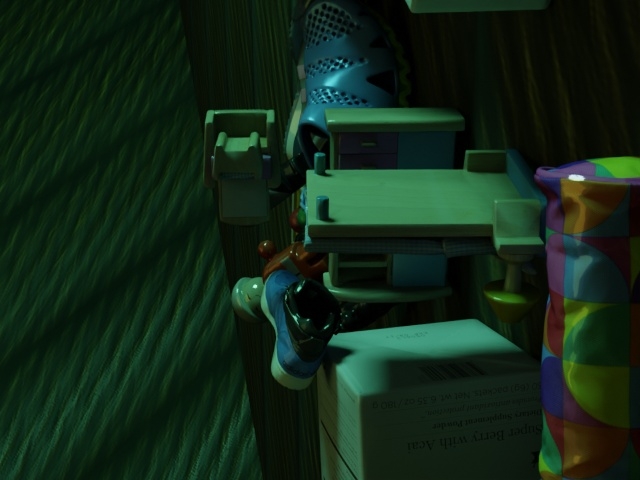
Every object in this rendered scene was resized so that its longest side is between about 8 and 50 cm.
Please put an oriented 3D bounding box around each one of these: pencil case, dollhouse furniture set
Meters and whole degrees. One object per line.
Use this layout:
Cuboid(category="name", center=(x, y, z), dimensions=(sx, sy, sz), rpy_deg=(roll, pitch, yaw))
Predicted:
Cuboid(category="pencil case", center=(0.189, 0.062, 0.600), dimensions=(0.104, 0.105, 0.236), rpy_deg=(-140, 47, -71))
Cuboid(category="dollhouse furniture set", center=(0.032, 0.014, 0.827), dimensions=(0.303, 0.287, 0.198), rpy_deg=(-98, 7, -67))

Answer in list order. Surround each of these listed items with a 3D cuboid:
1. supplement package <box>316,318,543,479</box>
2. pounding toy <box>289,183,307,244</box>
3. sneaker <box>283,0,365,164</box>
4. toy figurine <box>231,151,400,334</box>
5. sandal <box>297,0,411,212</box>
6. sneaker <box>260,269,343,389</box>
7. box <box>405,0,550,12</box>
Cuboid(category="supplement package", center=(0.102, 0.243, 0.856), dimensions=(0.175, 0.178, 0.292), rpy_deg=(-141, 47, -73))
Cuboid(category="pounding toy", center=(-0.003, 0.001, 1.379), dimensions=(0.181, 0.094, 0.206), rpy_deg=(-118, 26, -57))
Cuboid(category="sneaker", center=(0.029, -0.195, 1.199), dimensions=(0.131, 0.112, 0.318), rpy_deg=(50, 150, 38))
Cuboid(category="toy figurine", center=(-0.015, 0.018, 1.143), dimensions=(0.148, 0.213, 0.209), rpy_deg=(-35, 52, 29))
Cuboid(category="sandal", center=(0.030, -0.135, 1.043), dimensions=(0.126, 0.138, 0.317), rpy_deg=(-20, 78, 44))
Cuboid(category="sneaker", center=(-0.017, 0.060, 0.861), dimensions=(0.152, 0.058, 0.084), rpy_deg=(-95, 28, -54))
Cuboid(category="box", center=(0.115, -0.300, 0.709), dimensions=(0.181, 0.119, 0.181), rpy_deg=(98, 161, -44))
